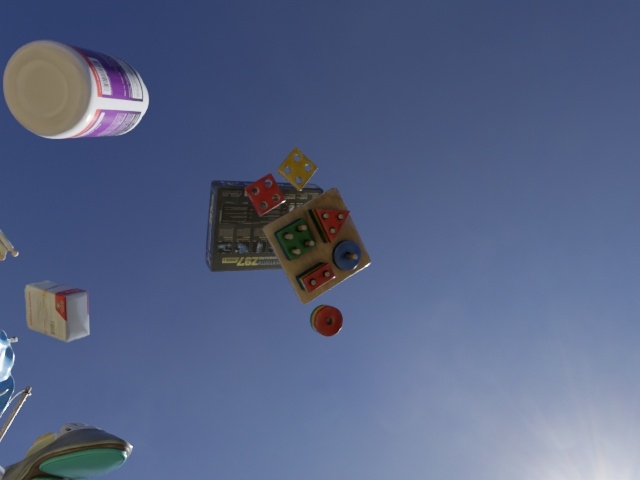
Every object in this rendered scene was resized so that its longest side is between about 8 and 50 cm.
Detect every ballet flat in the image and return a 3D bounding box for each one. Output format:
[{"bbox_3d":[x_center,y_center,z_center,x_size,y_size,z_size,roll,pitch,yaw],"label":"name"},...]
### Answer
[{"bbox_3d":[-0.293,0.243,0.596,0.213,0.068,0.072,-33,-48,22],"label":"ballet flat"}]

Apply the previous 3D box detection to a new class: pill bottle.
[{"bbox_3d":[-0.495,-0.312,1.129,0.181,0.323,0.182,1,-78,6],"label":"pill bottle"}]

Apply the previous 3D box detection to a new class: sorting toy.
[{"bbox_3d":[0.000,0.000,0.783,0.132,0.046,0.275,-30,-77,-20],"label":"sorting toy"}]

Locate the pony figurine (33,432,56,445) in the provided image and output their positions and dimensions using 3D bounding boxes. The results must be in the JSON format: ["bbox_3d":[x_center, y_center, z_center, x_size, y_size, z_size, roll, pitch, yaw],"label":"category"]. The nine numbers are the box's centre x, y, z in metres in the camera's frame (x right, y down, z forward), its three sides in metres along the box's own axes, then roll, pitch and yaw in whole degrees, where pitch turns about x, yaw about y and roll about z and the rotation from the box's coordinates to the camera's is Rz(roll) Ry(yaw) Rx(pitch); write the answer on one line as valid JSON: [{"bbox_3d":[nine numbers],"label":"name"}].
[{"bbox_3d":[-0.616,0.587,0.975,0.351,0.363,0.303,-27,-56,-11],"label":"pony figurine"}]

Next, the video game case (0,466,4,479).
[{"bbox_3d":[-0.611,0.376,0.802,0.212,0.023,0.193,42,-101,2],"label":"video game case"}]

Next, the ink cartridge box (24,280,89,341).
[{"bbox_3d":[-0.713,0.187,1.433,0.175,0.072,0.128,9,-77,30],"label":"ink cartridge box"}]

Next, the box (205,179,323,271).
[{"bbox_3d":[-0.117,-0.029,1.112,0.232,0.059,0.183,-1,-70,-24],"label":"box"}]

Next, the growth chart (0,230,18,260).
[{"bbox_3d":[-0.930,0.028,1.366,0.237,0.021,0.172,-33,-96,-7],"label":"growth chart"}]

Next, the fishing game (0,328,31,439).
[{"bbox_3d":[-0.453,0.202,0.687,0.041,0.189,0.264,11,-38,6],"label":"fishing game"}]
